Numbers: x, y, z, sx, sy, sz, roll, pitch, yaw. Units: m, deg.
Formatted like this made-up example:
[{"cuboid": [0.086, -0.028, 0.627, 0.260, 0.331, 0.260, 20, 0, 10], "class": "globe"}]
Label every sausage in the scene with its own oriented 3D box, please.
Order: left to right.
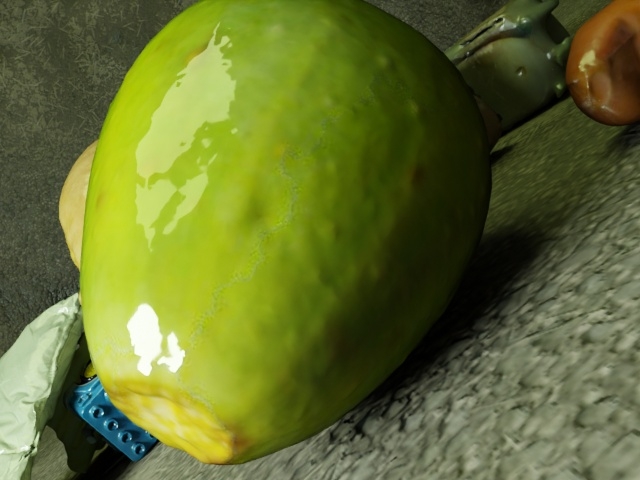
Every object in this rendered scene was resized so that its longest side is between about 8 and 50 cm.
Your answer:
[{"cuboid": [0.247, -0.147, 0.510, 0.179, 0.089, 0.089, -35, 6, -14], "class": "sausage"}]

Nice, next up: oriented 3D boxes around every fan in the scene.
[{"cuboid": [-0.218, 0.226, 0.807, 0.226, 0.008, 0.152, -42, 6, -14], "class": "fan"}]

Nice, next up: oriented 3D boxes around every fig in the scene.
[{"cuboid": [-0.023, -0.012, 0.437, 0.258, 0.258, 0.326, -34, 26, 34], "class": "fig"}]

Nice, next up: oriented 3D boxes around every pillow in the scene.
[{"cuboid": [-0.337, 0.225, 0.703, 0.274, 0.076, 0.281, -43, 32, 37], "class": "pillow"}]

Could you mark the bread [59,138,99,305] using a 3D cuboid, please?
[{"cuboid": [-0.146, -0.020, 0.647, 0.262, 0.162, 0.204, -54, -28, -46], "class": "bread"}]

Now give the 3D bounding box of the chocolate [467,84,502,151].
[{"cuboid": [0.094, -0.105, 0.834, 0.083, 0.161, 0.261, -63, 13, -25], "class": "chocolate"}]

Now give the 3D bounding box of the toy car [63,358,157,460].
[{"cuboid": [-0.164, 0.136, 0.714, 0.100, 0.097, 0.191, 9, 52, 52], "class": "toy car"}]

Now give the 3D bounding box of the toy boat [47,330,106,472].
[{"cuboid": [-0.233, 0.127, 0.808, 0.276, 0.084, 0.111, -60, 2, 5], "class": "toy boat"}]

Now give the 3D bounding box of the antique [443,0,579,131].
[{"cuboid": [0.207, -0.200, 0.894, 0.150, 0.125, 0.284, -44, 8, -31], "class": "antique"}]
